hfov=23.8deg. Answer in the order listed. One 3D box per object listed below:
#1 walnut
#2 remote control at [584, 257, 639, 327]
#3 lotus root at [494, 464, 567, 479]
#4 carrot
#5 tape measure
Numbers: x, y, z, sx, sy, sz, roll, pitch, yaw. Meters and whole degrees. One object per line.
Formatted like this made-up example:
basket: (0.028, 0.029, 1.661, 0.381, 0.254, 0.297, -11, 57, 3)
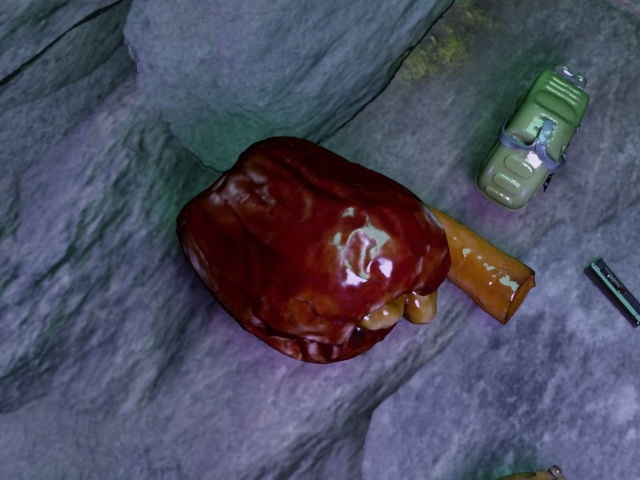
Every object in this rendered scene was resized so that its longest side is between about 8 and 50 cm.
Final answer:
walnut: (0.000, 0.000, 1.623, 0.269, 0.222, 0.244, 42, 28, 20)
remote control: (0.347, 0.060, 1.771, 0.034, 0.016, 0.091, -31, 73, -31)
lotus root: (0.154, 0.341, 1.500, 0.146, 0.131, 0.303, 29, 55, 31)
carrot: (0.148, 0.008, 1.723, 0.205, 0.072, 0.072, 38, 60, 11)
tape measure: (0.244, -0.108, 1.760, 0.087, 0.154, 0.177, 34, 29, 3)
